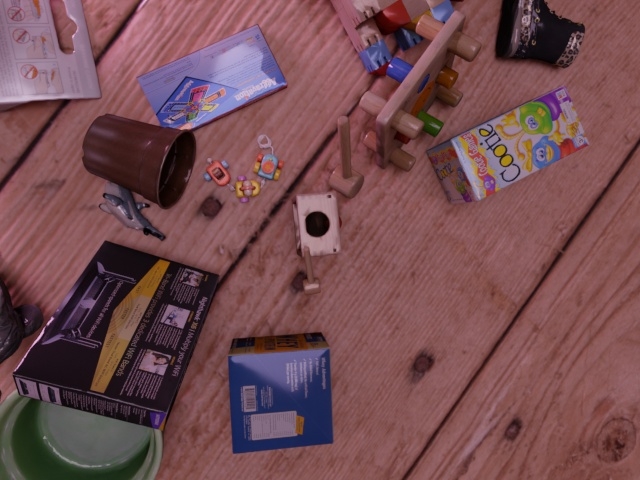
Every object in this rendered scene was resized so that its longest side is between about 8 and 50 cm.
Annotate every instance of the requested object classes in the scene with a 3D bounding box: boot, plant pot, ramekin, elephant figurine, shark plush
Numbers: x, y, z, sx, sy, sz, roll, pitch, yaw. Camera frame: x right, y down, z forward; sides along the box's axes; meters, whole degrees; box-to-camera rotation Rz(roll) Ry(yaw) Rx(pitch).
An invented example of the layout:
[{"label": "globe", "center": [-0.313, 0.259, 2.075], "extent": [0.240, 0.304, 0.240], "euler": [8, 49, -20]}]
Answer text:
[{"label": "boot", "center": [0.515, -0.523, 1.011], "extent": [0.179, 0.085, 0.236], "euler": [10, 97, -10]}, {"label": "plant pot", "center": [-0.359, -0.165, 0.872], "extent": [0.165, 0.167, 0.166], "euler": [19, 89, -1]}, {"label": "ramekin", "center": [-0.454, 0.372, 0.865], "extent": [0.304, 0.148, 0.302], "euler": [-1, 96, -10]}, {"label": "elephant figurine", "center": [-0.618, 0.157, 0.826], "extent": [0.240, 0.169, 0.185], "euler": [22, 104, 12]}, {"label": "shark plush", "center": [-0.387, -0.064, 0.921], "extent": [0.161, 0.073, 0.067], "euler": [39, 55, -1]}]

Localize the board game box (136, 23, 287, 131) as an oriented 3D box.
[{"label": "board game box", "center": [-0.228, -0.338, 0.945], "extent": [0.282, 0.027, 0.144], "euler": [-27, 93, -6]}]

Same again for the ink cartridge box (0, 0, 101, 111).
[{"label": "ink cartridge box", "center": [-0.674, -0.408, 0.875], "extent": [0.386, 0.091, 0.307], "euler": [-12, 93, -24]}]

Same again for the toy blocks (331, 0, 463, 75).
[{"label": "toy blocks", "center": [0.183, -0.536, 0.937], "extent": [0.382, 0.191, 0.260], "euler": [-34, 107, -5]}]

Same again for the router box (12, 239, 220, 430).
[{"label": "router box", "center": [-0.351, 0.162, 0.820], "extent": [0.243, 0.308, 0.081], "euler": [18, 133, -7]}]

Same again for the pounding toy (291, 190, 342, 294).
[{"label": "pounding toy", "center": [0.002, 0.006, 0.907], "extent": [0.094, 0.181, 0.205], "euler": [-6, 92, -8]}]

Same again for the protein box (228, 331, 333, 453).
[{"label": "protein box", "center": [-0.083, 0.311, 0.927], "extent": [0.202, 0.136, 0.199], "euler": [-3, 92, -7]}]

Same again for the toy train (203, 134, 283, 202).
[{"label": "toy train", "center": [-0.162, -0.155, 0.949], "extent": [0.166, 0.046, 0.125], "euler": [-33, 96, -5]}]

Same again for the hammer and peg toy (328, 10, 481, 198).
[{"label": "hammer and peg toy", "center": [0.163, -0.242, 0.883], "extent": [0.127, 0.266, 0.361], "euler": [35, 86, 12]}]

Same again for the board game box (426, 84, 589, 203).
[{"label": "board game box", "center": [0.405, -0.204, 0.974], "extent": [0.276, 0.144, 0.141], "euler": [-26, 95, -6]}]
